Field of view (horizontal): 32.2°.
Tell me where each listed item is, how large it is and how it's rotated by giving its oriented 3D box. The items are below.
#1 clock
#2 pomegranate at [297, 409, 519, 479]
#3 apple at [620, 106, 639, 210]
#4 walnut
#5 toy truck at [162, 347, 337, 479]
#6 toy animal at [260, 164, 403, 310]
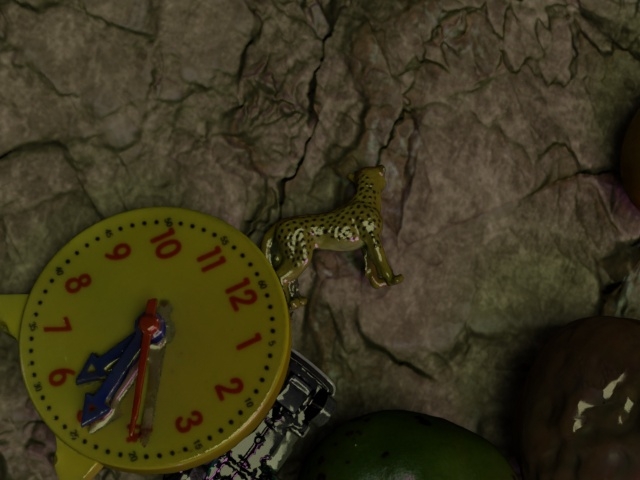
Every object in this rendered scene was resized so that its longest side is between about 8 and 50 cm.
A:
[{"bbox_3d":[-0.173,0.096,1.124,0.293,0.071,0.277,-30,71,-10],"label":"clock"},{"bbox_3d":[0.093,0.308,1.167,0.254,0.271,0.254,-1,128,-2],"label":"pomegranate"},{"bbox_3d":[0.446,-0.105,1.301,0.182,0.155,0.183,-1,94,-18],"label":"apple"},{"bbox_3d":[0.349,0.212,1.249,0.273,0.273,0.227,-61,147,-5],"label":"walnut"},{"bbox_3d":[-0.086,0.216,1.195,0.110,0.116,0.216,40,75,-15],"label":"toy truck"},{"bbox_3d":[0.000,0.000,1.237,0.181,0.073,0.136,-14,88,-2],"label":"toy animal"}]
